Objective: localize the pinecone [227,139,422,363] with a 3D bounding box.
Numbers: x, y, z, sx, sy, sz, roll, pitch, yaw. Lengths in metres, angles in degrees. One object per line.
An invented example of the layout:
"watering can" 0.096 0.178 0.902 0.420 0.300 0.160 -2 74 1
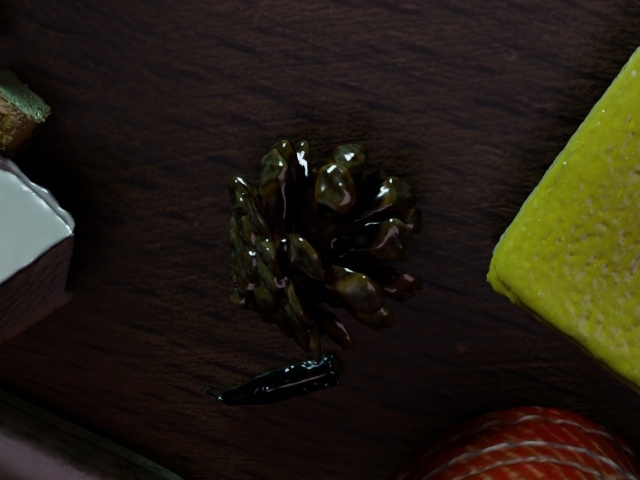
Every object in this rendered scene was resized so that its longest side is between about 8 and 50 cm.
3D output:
"pinecone" 0.003 -0.001 1.061 0.201 0.229 0.202 -9 134 -27

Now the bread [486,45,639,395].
"bread" 0.364 -0.007 0.996 0.323 0.143 0.333 40 116 13

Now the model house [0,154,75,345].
"model house" -0.408 0.031 1.121 0.237 0.202 0.237 38 142 12

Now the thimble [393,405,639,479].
"thimble" 0.220 0.364 1.151 0.350 0.230 0.350 3 108 9

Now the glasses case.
"glasses case" -0.346 0.280 1.276 0.425 0.098 0.156 25 109 0

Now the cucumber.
"cucumber" -0.055 0.167 1.223 0.163 0.039 0.043 -19 85 13

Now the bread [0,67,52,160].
"bread" -0.338 -0.133 1.138 0.083 0.076 0.070 40 107 -8
